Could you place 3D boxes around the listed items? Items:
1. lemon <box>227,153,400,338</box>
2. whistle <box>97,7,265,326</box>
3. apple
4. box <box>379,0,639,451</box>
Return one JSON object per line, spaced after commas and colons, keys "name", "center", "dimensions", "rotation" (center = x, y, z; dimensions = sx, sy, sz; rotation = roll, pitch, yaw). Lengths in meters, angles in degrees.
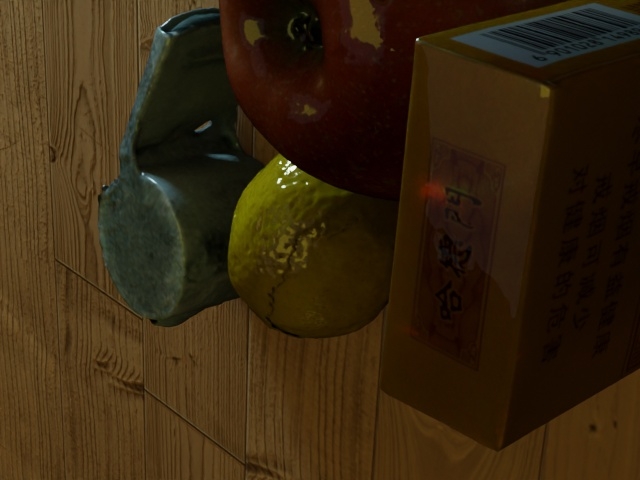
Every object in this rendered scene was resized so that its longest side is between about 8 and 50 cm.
{"name": "lemon", "center": [0.000, 0.000, 1.463], "dimensions": [0.204, 0.204, 0.260], "rotation": [55, 132, 20]}
{"name": "whistle", "center": [-0.162, -0.080, 1.657], "dimensions": [0.188, 0.168, 0.405], "rotation": [10, 108, 48]}
{"name": "apple", "center": [0.071, -0.204, 1.219], "dimensions": [0.348, 0.277, 0.349], "rotation": [23, 122, 44]}
{"name": "box", "center": [0.227, -0.044, 0.981], "dimensions": [0.115, 0.415, 0.264], "rotation": [24, 122, 38]}
